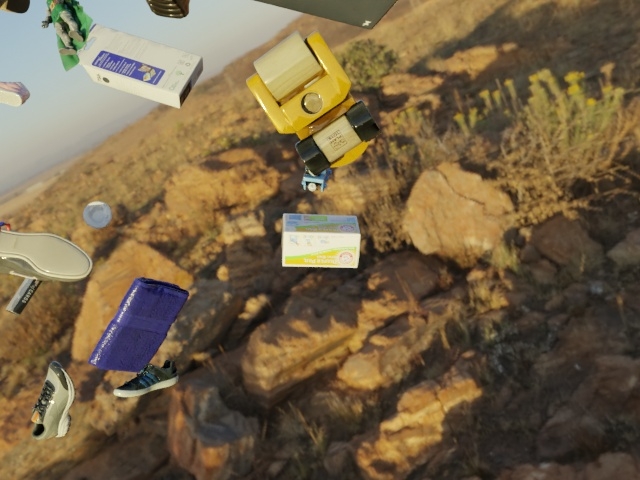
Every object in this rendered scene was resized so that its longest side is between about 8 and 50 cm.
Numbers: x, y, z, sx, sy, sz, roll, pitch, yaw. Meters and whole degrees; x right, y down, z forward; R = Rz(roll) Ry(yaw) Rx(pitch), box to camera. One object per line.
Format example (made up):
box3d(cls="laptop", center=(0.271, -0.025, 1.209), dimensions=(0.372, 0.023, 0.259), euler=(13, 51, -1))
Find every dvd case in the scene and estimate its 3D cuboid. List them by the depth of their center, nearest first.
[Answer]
box3d(cls="dvd case", center=(-0.811, 0.124, 1.895), dimensions=(0.238, 0.029, 0.179), euler=(-9, 50, 62))

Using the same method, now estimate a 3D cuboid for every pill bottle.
box3d(cls="pill bottle", center=(-0.635, -0.073, 1.931), dimensions=(0.078, 0.078, 0.137), euler=(-32, 12, -15))

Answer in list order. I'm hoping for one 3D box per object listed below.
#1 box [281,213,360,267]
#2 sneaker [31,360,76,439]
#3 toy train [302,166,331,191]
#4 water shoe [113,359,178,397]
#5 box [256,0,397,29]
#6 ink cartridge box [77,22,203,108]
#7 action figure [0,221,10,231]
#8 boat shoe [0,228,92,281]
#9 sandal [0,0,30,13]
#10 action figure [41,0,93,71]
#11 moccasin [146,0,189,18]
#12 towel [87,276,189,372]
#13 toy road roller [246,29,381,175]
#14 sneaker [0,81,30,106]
box3d(cls="box", center=(0.000, 0.000, 1.807), dimensions=(0.203, 0.103, 0.114), euler=(1, 28, -5))
box3d(cls="sneaker", center=(-0.815, 0.493, 2.054), dimensions=(0.100, 0.272, 0.108), euler=(27, 24, 35))
box3d(cls="toy train", center=(-0.010, -0.222, 2.081), dimensions=(0.080, 0.105, 0.184), euler=(8, 31, 6))
box3d(cls="water shoe", center=(-0.505, 0.393, 1.950), dimensions=(0.073, 0.080, 0.203), euler=(-4, 3, 43))
box3d(cls="box", center=(0.008, -0.604, 1.300), dimensions=(0.296, 0.294, 0.182), euler=(5, -17, -24))
box3d(cls="ink cartridge box", center=(-0.512, -0.489, 1.893), dimensions=(0.065, 0.332, 0.165), euler=(103, -172, -58))
box3d(cls="action figure", center=(-0.756, -0.035, 1.558), dimensions=(0.038, 0.030, 0.115), euler=(1, -9, 5))
box3d(cls="boat shoe", center=(-0.733, 0.039, 1.706), dimensions=(0.095, 0.335, 0.112), euler=(110, 174, -60))
box3d(cls="sandal", center=(-0.671, -0.496, 1.297), dimensions=(0.079, 0.088, 0.240), euler=(9, 0, 18))
box3d(cls="action figure", center=(-0.580, -0.504, 1.518), dimensions=(0.063, 0.232, 0.137), euler=(15, -54, -48))
box3d(cls="moccasin", center=(-0.324, -0.591, 1.441), dimensions=(0.139, 0.147, 0.380), euler=(6, 2, -2))
box3d(cls="towel", center=(-0.563, 0.259, 2.096), dimensions=(0.076, 0.227, 0.308), euler=(33, 95, 35))
box3d(cls="toy road roller", center=(-0.010, -0.333, 1.658), dimensions=(0.202, 0.330, 0.240), euler=(-33, 12, 10))
box3d(cls="sneaker", center=(-0.817, -0.388, 1.751), dimensions=(0.134, 0.051, 0.070), euler=(19, 33, 0))
